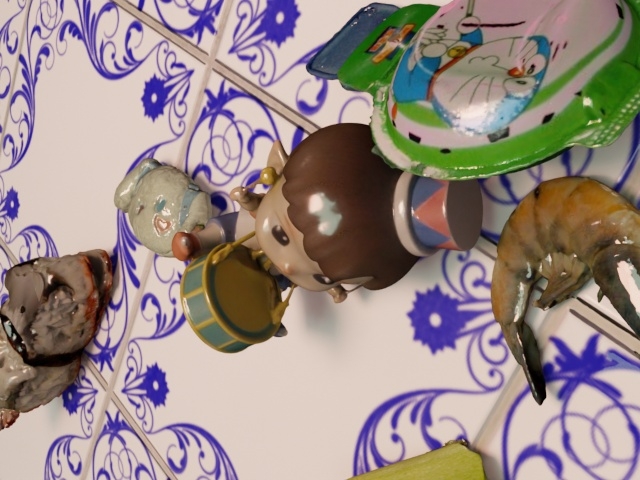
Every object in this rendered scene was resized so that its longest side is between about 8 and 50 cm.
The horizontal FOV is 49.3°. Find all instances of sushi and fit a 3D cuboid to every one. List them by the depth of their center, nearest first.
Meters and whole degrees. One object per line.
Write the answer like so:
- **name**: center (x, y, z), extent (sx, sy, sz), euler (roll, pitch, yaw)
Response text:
- **sushi**: center (-0.410, 0.134, 1.014), extent (0.124, 0.130, 0.332), euler (47, 121, 31)

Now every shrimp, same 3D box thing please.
- **shrimp**: center (0.197, 0.059, 0.500), extent (0.150, 0.051, 0.217), euler (-50, 52, 36)

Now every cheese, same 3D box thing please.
- **cheese**: center (0.101, -0.135, 0.528), extent (0.204, 0.083, 0.320), euler (-48, 41, -9)

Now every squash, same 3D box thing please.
- **squash**: center (0.059, 0.235, 0.618), extent (0.200, 0.075, 0.090), euler (-14, 101, 21)

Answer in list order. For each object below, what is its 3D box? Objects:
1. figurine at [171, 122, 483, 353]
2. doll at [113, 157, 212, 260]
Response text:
- **figurine**: center (0.002, -0.006, 0.598), extent (0.275, 0.161, 0.158), euler (-32, 28, 34)
- **doll**: center (-0.185, -0.037, 0.837), extent (0.214, 0.071, 0.104), euler (33, 99, 47)
